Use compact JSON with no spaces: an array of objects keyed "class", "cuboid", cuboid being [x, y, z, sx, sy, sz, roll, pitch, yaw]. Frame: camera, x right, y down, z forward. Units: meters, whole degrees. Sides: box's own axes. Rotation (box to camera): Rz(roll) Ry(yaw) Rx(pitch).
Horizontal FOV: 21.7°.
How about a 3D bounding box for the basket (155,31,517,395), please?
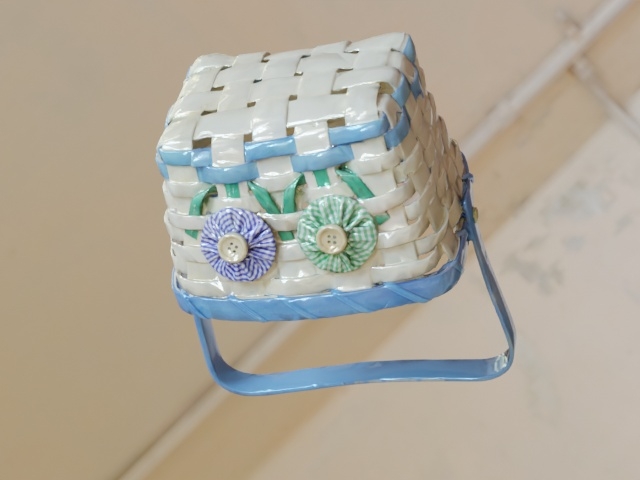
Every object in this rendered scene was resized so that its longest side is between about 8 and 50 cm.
[{"class":"basket","cuboid":[0.000,0.000,1.273,0.201,0.254,0.289,-77,-26,-49]}]
